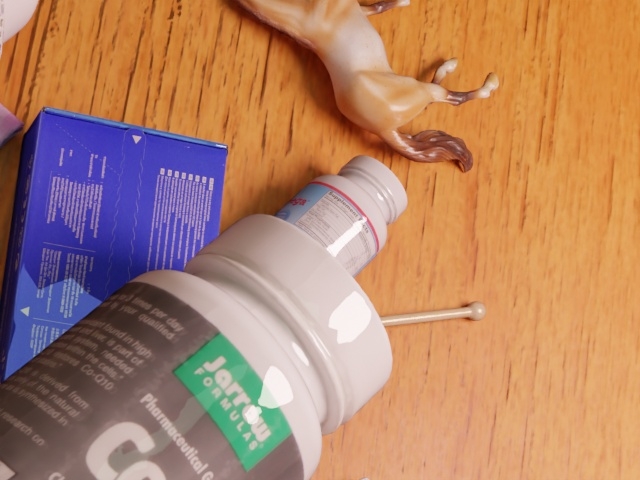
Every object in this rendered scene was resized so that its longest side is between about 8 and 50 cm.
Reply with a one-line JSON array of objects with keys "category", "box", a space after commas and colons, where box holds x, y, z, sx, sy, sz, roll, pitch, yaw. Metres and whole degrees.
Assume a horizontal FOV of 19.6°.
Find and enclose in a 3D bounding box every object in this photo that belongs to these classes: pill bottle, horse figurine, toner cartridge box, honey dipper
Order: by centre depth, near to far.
[{"category": "pill bottle", "box": [-0.130, 0.150, 1.343, 0.361, 0.204, 0.204, -41, 91, -26]}, {"category": "toner cartridge box", "box": [-0.177, 0.078, 1.502, 0.165, 0.075, 0.348, 12, 70, -19]}, {"category": "pill bottle", "box": [0.000, 0.000, 1.589, 0.087, 0.087, 0.160, 47, 63, -2]}, {"category": "honey dipper", "box": [0.075, 0.068, 1.632, 0.160, 0.030, 0.030, -7, 77, -26]}, {"category": "horse figurine", "box": [0.049, -0.169, 1.674, 0.174, 0.066, 0.263, -28, 83, -32]}]

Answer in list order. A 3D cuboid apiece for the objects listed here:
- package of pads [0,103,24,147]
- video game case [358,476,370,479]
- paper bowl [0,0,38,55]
[{"category": "package of pads", "box": [-0.293, -0.104, 1.537, 0.083, 0.032, 0.050, 42, 61, -5]}, {"category": "video game case", "box": [0.024, 0.336, 1.505, 0.206, 0.026, 0.227, -30, 75, -26]}, {"category": "paper bowl", "box": [-0.315, -0.245, 1.430, 0.148, 0.284, 0.284, -18, 81, -26]}]
